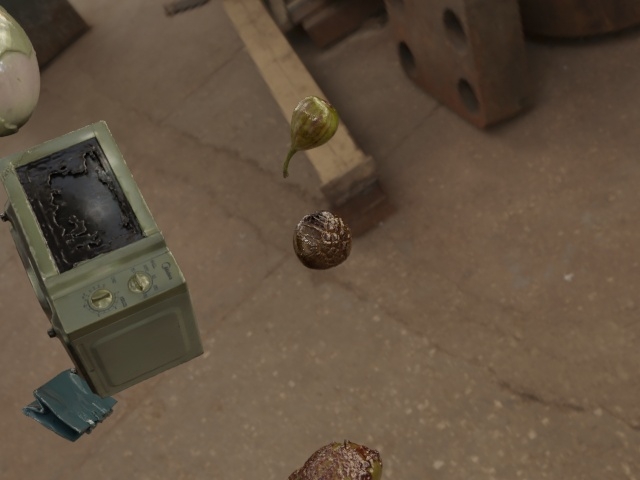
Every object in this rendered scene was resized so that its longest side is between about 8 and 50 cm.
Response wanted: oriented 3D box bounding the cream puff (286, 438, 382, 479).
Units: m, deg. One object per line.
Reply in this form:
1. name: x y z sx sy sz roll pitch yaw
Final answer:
1. cream puff: 0.009 0.301 1.149 0.149 0.084 0.149 -44 -4 -4

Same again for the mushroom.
1. mushroom: 0.006 0.002 1.767 0.126 0.109 0.085 -34 42 -31

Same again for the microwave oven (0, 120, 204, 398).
1. microwave oven: -0.368 0.038 1.532 0.218 0.286 0.355 -24 61 -15

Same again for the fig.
1. fig: -0.022 -0.187 1.759 0.093 0.093 0.166 26 98 53

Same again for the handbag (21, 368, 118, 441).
1. handbag: -0.540 0.360 2.038 0.057 0.144 0.221 -57 -3 9

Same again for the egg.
1. egg: -0.484 -0.236 1.301 0.183 0.217 0.183 -35 -5 -3
